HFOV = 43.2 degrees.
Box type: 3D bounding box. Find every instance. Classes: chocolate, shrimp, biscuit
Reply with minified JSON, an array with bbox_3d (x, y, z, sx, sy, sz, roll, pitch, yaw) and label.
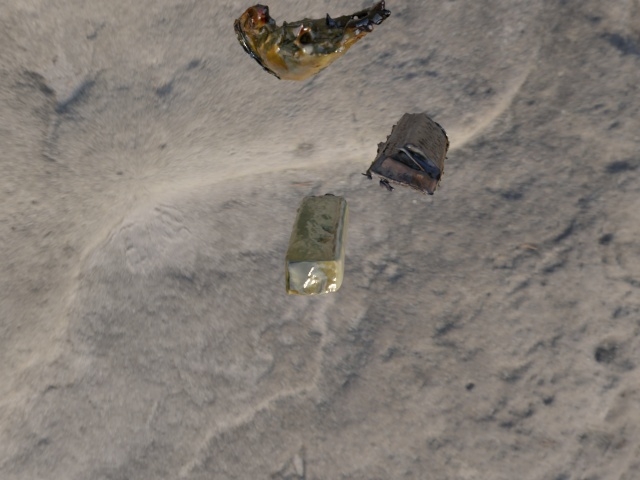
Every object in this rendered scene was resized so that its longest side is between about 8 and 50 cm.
[{"bbox_3d":[0.131,-0.124,1.098,0.103,0.329,0.065,28,110,2],"label":"chocolate"},{"bbox_3d":[-0.025,-0.245,0.966,0.117,0.262,0.066,29,71,-24],"label":"shrimp"},{"bbox_3d":[0.000,0.000,0.834,0.056,0.188,0.052,3,113,4],"label":"biscuit"}]
